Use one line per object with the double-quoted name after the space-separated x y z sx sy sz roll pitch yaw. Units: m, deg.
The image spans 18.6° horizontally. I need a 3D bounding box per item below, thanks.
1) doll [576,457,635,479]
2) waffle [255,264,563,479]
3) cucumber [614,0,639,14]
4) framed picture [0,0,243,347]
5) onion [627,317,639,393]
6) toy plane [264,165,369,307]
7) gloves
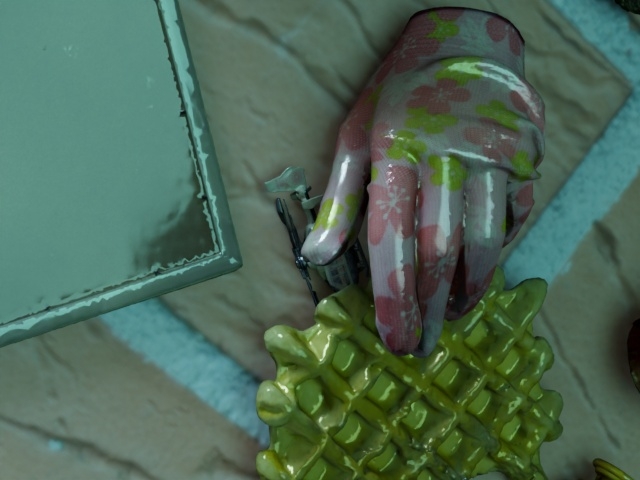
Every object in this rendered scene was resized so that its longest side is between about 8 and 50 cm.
0.200 0.236 1.506 0.127 0.073 0.084 -54 144 -9 "doll"
0.069 0.135 1.436 0.261 0.056 0.250 -7 104 -24 "waffle"
0.225 -0.256 1.336 0.096 0.359 0.096 -3 71 10 "cucumber"
-0.180 -0.076 1.330 0.217 0.017 0.274 -16 104 -19 "framed picture"
0.297 0.091 1.498 0.117 0.118 0.118 -23 107 5 "onion"
0.000 0.000 1.408 0.049 0.031 0.121 -23 109 -9 "toy plane"
0.078 -0.039 1.356 0.145 0.126 0.241 17 60 -15 "gloves"
